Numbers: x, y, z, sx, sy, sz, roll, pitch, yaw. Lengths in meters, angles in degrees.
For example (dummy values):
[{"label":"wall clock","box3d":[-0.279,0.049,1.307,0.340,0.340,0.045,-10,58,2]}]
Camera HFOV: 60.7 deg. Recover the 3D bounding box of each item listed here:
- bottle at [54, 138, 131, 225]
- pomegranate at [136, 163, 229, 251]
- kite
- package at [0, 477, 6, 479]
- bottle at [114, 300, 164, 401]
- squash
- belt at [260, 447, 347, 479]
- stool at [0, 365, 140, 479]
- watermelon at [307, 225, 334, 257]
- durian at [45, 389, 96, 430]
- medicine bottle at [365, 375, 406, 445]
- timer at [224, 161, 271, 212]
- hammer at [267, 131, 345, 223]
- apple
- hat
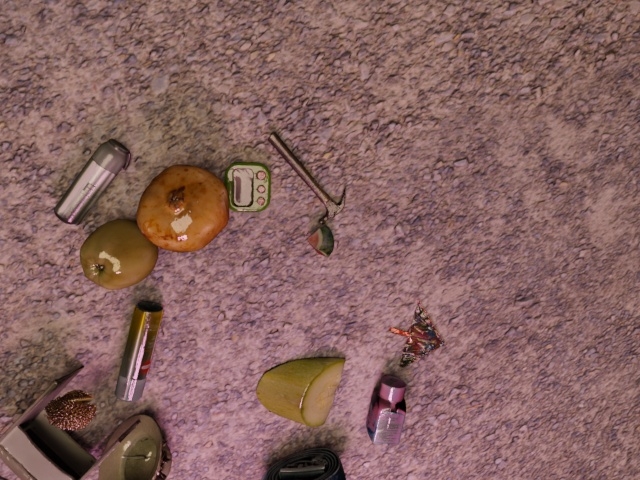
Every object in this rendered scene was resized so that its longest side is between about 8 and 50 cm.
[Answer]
[{"label":"bottle","box3d":[-0.604,-0.153,1.461,0.253,0.079,0.096,-52,141,6]},{"label":"pomegranate","box3d":[-0.355,-0.082,1.426,0.248,0.248,0.248,-1,103,-7]},{"label":"kite","box3d":[0.303,0.295,1.704,0.189,0.009,0.232,15,99,-9]},{"label":"package","box3d":[-0.940,0.744,1.651,0.110,0.015,0.037,30,98,-11]},{"label":"bottle","box3d":[-0.523,0.321,1.572,0.082,0.082,0.286,15,101,-10]},{"label":"squash","box3d":[-0.066,0.450,1.691,0.204,0.155,0.236,6,103,-46]},{"label":"belt","box3d":[-0.055,0.728,1.657,0.268,0.206,0.116,-15,101,3]},{"label":"stool","box3d":[-0.706,0.544,1.533,0.243,0.170,0.269,45,92,0]},{"label":"watermelon","box3d":[0.001,-0.002,1.576,0.072,0.084,0.092,7,64,12]},{"label":"durian","box3d":[-0.659,0.443,1.413,0.140,0.071,0.110,0,91,6]},{"label":"medicine bottle","box3d":[0.206,0.521,1.685,0.094,0.119,0.188,9,102,-9]},{"label":"timer","box3d":[-0.203,-0.149,1.524,0.128,0.047,0.140,0,103,-9]},{"label":"hammer","box3d":[-0.044,-0.185,1.546,0.125,0.027,0.297,-42,103,4]},{"label":"apple","box3d":[-0.535,0.039,1.456,0.200,0.200,0.200,-1,103,-7]},{"label":"hat","box3d":[-0.517,0.655,1.613,0.257,0.257,0.130,-46,137,4]}]
